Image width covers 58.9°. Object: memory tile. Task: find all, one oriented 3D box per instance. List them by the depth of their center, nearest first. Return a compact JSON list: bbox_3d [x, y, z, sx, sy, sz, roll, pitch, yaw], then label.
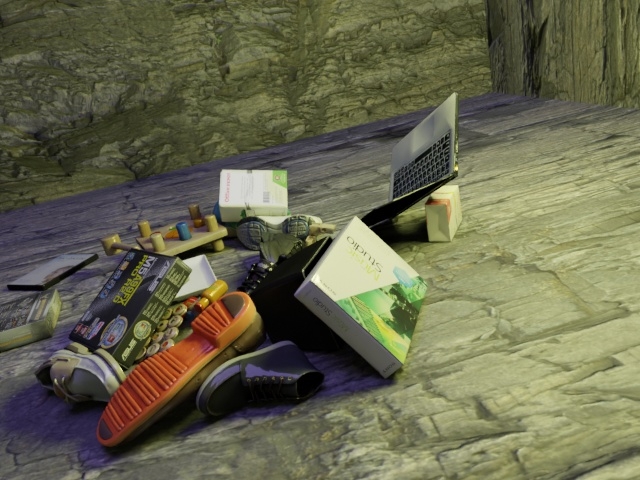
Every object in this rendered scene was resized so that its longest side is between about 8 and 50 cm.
[{"bbox_3d":[-0.372,0.213,1.312,0.113,0.012,0.148,-20,35,19],"label":"memory tile"}]

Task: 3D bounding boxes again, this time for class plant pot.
[{"bbox_3d":[-0.039,0.125,1.221,0.167,0.188,0.187,-17,17,25],"label":"plant pot"}]

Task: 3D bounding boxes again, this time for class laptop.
[{"bbox_3d":[0.192,-0.192,1.627,0.236,0.408,0.382,12,-19,-18],"label":"laptop"}]

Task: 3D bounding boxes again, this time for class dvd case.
[{"bbox_3d":[-0.927,0.106,1.973,0.180,0.022,0.253,-2,22,25],"label":"dvd case"}]

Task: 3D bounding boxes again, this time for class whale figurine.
[{"bbox_3d":[-0.245,-0.100,1.962,0.272,0.141,0.216,-1,23,21],"label":"whale figurine"}]

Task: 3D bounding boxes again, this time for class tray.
[{"bbox_3d":[-0.383,0.112,1.643,0.145,0.030,0.270,-18,21,-14],"label":"tray"}]

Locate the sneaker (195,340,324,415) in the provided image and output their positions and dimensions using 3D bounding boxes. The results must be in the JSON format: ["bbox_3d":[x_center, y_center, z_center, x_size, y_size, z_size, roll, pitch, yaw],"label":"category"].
[{"bbox_3d":[-0.108,0.261,1.024,0.222,0.083,0.118,-26,28,-27],"label":"sneaker"}]

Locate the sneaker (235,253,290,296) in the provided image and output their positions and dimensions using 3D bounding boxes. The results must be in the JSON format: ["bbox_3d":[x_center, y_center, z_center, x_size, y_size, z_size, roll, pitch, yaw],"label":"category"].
[{"bbox_3d":[-0.152,0.120,1.347,0.276,0.135,0.097,-28,28,-34],"label":"sneaker"}]

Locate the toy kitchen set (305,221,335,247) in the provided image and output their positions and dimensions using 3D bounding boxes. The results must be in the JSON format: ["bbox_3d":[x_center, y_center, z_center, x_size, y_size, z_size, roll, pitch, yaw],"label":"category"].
[{"bbox_3d":[0.000,0.000,1.656,0.075,0.083,0.068,6,24,12],"label":"toy kitchen set"}]

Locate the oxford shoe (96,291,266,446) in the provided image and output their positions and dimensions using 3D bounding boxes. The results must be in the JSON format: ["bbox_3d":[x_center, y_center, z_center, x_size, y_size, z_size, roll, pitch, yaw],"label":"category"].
[{"bbox_3d":[-0.245,0.263,1.066,0.363,0.133,0.130,-40,37,-18],"label":"oxford shoe"}]

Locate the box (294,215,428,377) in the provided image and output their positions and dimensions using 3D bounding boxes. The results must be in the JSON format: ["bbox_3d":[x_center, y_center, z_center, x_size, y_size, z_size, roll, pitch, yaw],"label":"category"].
[{"bbox_3d":[0.098,0.099,1.153,0.058,0.232,0.322,-46,4,31],"label":"box"}]

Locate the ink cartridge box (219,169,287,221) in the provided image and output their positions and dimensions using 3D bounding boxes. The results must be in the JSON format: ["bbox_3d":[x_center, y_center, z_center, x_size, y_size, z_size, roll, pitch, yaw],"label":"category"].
[{"bbox_3d":[-0.220,-0.147,1.873,0.219,0.092,0.160,1,55,-5],"label":"ink cartridge box"}]

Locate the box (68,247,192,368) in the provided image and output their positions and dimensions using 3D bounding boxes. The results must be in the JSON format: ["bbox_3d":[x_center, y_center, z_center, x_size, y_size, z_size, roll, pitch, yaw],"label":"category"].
[{"bbox_3d":[-0.455,0.151,1.354,0.216,0.060,0.270,8,60,43],"label":"box"}]

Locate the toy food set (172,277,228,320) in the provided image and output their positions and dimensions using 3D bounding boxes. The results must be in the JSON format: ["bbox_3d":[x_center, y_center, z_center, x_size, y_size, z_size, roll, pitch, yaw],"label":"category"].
[{"bbox_3d":[-0.355,0.140,1.423,0.232,0.111,0.104,15,33,21],"label":"toy food set"}]

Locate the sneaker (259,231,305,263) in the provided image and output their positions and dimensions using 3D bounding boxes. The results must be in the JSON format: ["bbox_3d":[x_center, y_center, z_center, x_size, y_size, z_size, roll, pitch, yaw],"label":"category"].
[{"bbox_3d":[-0.106,0.036,1.592,0.130,0.109,0.286,-6,22,-2],"label":"sneaker"}]

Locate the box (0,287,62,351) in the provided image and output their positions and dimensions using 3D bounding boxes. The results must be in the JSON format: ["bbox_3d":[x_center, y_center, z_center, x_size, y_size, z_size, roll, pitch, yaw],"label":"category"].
[{"bbox_3d":[-0.828,0.222,1.566,0.183,0.056,0.231,-16,21,-13],"label":"box"}]

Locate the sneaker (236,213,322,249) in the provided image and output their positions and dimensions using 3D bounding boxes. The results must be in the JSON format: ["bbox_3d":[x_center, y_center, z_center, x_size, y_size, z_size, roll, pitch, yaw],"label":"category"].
[{"bbox_3d":[-0.130,-0.031,1.811,0.297,0.111,0.129,0,6,23],"label":"sneaker"}]

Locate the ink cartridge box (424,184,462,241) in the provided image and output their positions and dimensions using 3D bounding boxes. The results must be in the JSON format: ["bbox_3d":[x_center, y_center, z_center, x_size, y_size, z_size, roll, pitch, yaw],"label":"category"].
[{"bbox_3d":[0.359,-0.087,1.625,0.067,0.115,0.198,-1,24,25],"label":"ink cartridge box"}]

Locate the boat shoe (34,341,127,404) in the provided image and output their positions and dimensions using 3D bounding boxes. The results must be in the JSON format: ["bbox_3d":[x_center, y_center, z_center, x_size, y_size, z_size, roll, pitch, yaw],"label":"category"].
[{"bbox_3d":[-0.486,0.285,1.152,0.103,0.113,0.302,-31,17,-38],"label":"boat shoe"}]

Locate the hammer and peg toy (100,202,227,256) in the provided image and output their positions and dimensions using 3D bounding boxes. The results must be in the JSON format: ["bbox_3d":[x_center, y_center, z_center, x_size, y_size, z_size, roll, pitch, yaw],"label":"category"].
[{"bbox_3d":[-0.507,0.007,1.853,0.361,0.127,0.266,-22,24,-24],"label":"hammer and peg toy"}]
